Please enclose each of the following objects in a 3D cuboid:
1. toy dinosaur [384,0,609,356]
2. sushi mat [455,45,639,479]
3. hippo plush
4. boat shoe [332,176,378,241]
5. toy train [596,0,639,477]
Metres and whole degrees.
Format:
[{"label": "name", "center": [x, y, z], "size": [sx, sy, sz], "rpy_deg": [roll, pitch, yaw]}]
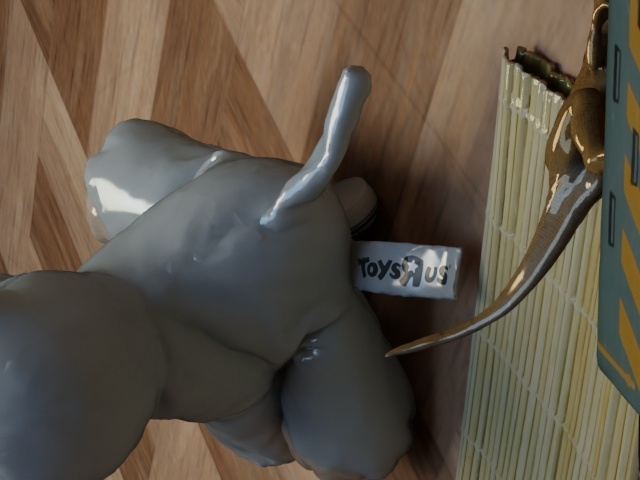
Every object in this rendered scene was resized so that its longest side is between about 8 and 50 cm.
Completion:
[{"label": "toy dinosaur", "center": [0.111, -0.030, 0.815], "size": [0.112, 0.064, 0.212], "rpy_deg": [25, 96, 62]}, {"label": "sushi mat", "center": [0.109, 0.078, 0.941], "size": [0.151, 0.019, 0.317], "rpy_deg": [-128, 34, -50]}, {"label": "hippo plush", "center": [-0.086, 0.075, 1.050], "size": [0.294, 0.236, 0.234], "rpy_deg": [-2, 119, 59]}, {"label": "boat shoe", "center": [0.000, 0.000, 1.149], "size": [0.040, 0.049, 0.142], "rpy_deg": [46, 152, -11]}, {"label": "toy train", "center": [0.158, -0.029, 0.637], "size": [0.190, 0.142, 0.334], "rpy_deg": [-120, 25, -65]}]
